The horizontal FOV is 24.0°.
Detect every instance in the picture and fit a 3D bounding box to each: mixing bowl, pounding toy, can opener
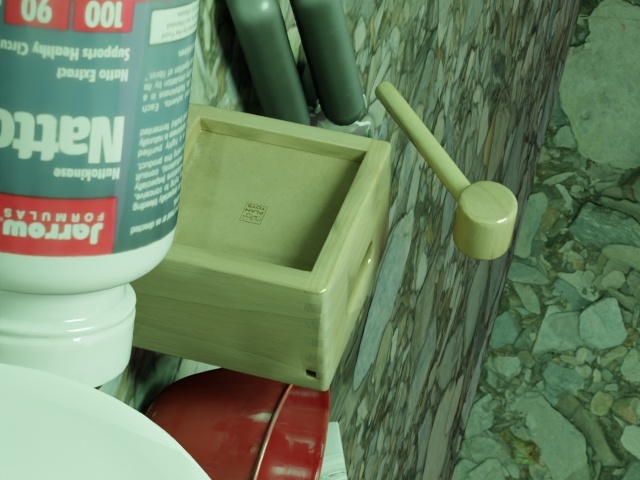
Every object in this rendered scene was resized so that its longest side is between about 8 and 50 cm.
[{"bbox_3d":[-0.067,0.152,0.937,0.181,0.098,0.181,12,90,-77],"label":"mixing bowl"},{"bbox_3d":[0.008,-0.005,0.870,0.094,0.206,0.181,90,18,-44],"label":"pounding toy"},{"bbox_3d":[-0.014,-0.120,1.023,0.283,0.076,0.095,72,1,-64],"label":"can opener"}]

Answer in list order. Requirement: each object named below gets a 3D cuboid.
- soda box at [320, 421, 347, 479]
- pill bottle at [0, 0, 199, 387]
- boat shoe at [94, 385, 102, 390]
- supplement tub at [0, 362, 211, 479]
[{"bbox_3d":[-0.016,0.262,1.024,0.286,0.098,0.091,-98,-176,-47],"label":"soda box"},{"bbox_3d":[-0.105,-0.038,0.579,0.108,0.108,0.180,-46,146,-66],"label":"pill bottle"},{"bbox_3d":[-0.124,0.060,0.717,0.056,0.049,0.152,51,53,-73],"label":"boat shoe"},{"bbox_3d":[-0.105,0.216,0.527,0.331,0.241,0.241,85,22,-52],"label":"supplement tub"}]
